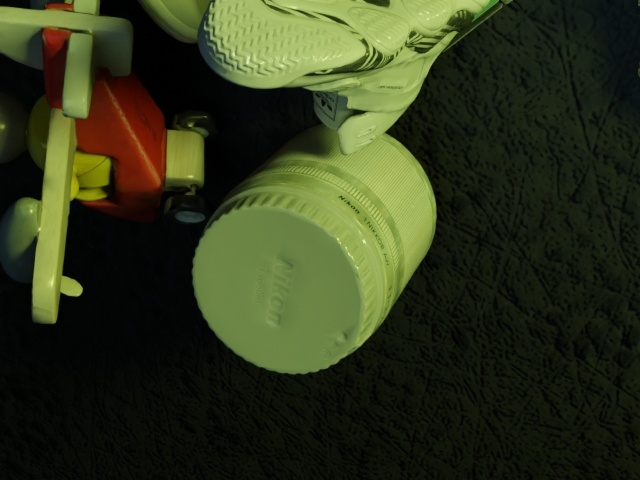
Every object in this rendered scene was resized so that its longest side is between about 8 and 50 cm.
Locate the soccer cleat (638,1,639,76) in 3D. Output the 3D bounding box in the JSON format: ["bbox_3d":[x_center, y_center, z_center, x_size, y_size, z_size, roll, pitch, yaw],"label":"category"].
[{"bbox_3d":[0.356,-0.206,1.155,0.076,0.068,0.196,-18,106,38],"label":"soccer cleat"}]

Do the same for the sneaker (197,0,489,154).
[{"bbox_3d":[0.009,-0.170,1.076,0.137,0.366,0.210,48,135,15],"label":"sneaker"}]

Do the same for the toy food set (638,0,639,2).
[{"bbox_3d":[0.376,-0.313,1.087,0.192,0.038,0.132,-40,61,18],"label":"toy food set"}]

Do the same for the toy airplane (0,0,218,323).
[{"bbox_3d":[-0.293,-0.144,1.249,0.272,0.386,0.384,-4,111,11],"label":"toy airplane"}]

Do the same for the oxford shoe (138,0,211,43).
[{"bbox_3d":[-0.179,-0.437,1.204,0.130,0.169,0.449,-9,105,23],"label":"oxford shoe"}]

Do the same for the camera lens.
[{"bbox_3d":[0.000,0.000,1.264,0.219,0.274,0.219,9,116,18],"label":"camera lens"}]

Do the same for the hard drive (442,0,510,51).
[{"bbox_3d":[0.117,-0.401,1.158,0.237,0.064,0.339,-36,96,30],"label":"hard drive"}]
